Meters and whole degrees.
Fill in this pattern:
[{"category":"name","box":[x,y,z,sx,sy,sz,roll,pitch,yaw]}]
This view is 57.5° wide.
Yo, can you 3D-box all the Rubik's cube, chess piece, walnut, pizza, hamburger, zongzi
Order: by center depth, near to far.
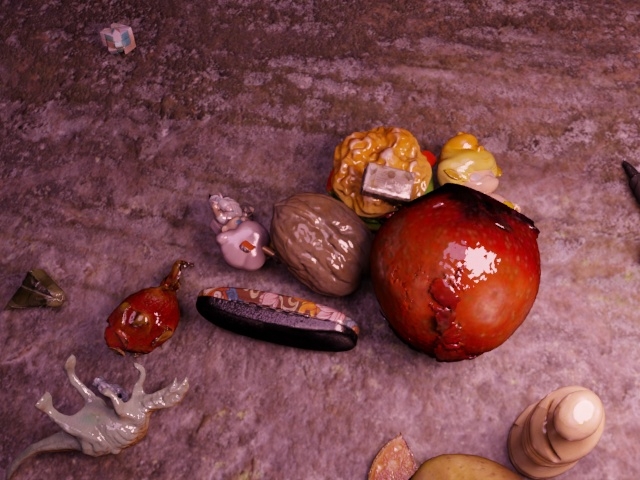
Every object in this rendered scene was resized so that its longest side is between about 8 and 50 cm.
[{"category":"chess piece","box":[0.359,0.274,0.864,0.138,0.307,0.124,-13,63,4]},{"category":"pizza","box":[0.122,0.398,1.007,0.099,0.029,0.100,-28,59,5]},{"category":"walnut","box":[0.000,0.000,1.138,0.230,0.178,0.178,38,74,-2]},{"category":"hamburger","box":[0.125,-0.140,1.207,0.237,0.149,0.237,-5,62,9]},{"category":"zongzi","box":[-0.616,0.134,1.261,0.109,0.055,0.119,35,86,22]},{"category":"Rubik's cube","box":[-0.551,-0.538,1.570,0.084,0.075,0.073,8,48,30]}]

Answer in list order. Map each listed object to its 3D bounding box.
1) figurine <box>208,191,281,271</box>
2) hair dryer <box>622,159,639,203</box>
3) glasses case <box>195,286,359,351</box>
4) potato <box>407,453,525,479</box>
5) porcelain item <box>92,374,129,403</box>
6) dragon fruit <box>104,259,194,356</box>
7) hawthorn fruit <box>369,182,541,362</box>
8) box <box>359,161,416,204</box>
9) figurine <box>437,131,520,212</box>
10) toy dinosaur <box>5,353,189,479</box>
[{"category":"figurine","box":[-0.168,-0.012,1.217,0.112,0.137,0.229,-50,57,20]},{"category":"hair dryer","box":[0.680,-0.077,1.117,0.235,0.091,0.272,-17,58,-9]},{"category":"glasses case","box":[-0.085,0.150,1.112,0.320,0.122,0.082,9,67,14]},{"category":"potato","box":[0.244,0.444,0.877,0.229,0.229,0.266,-42,49,-11]},{"category":"porcelain item","box":[-0.411,0.296,1.149,0.083,0.028,0.036,28,36,19]},{"category":"dragon fruit","box":[-0.334,0.129,1.180,0.125,0.125,0.246,32,49,-7]},{"category":"hawthorn fruit","box":[0.236,0.050,1.017,0.315,0.316,0.316,-4,63,8]},{"category":"box","box":[0.126,-0.107,1.099,0.098,0.045,0.062,11,82,-3]},{"category":"figurine","box":[0.317,-0.108,1.172,0.156,0.131,0.246,-6,55,-32]},{"category":"toy dinosaur","box":[-0.446,0.337,1.084,0.393,0.092,0.205,-42,102,-2]}]
